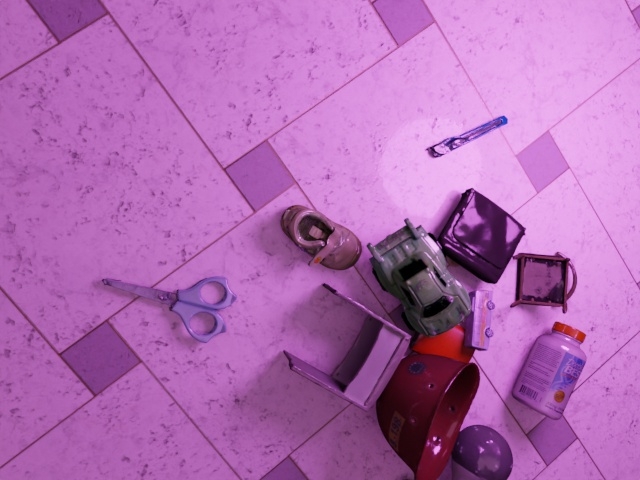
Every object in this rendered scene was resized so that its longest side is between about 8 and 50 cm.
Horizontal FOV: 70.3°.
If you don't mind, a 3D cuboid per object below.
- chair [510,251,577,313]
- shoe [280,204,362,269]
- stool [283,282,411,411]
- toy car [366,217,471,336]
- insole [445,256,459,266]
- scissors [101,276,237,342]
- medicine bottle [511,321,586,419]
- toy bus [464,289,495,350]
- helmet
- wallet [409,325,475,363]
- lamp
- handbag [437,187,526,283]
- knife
[{"bbox_3d":[0.715,0.129,1.455,0.272,0.166,0.188,0,93,-55],"label":"chair"},{"bbox_3d":[-0.001,0.000,1.309,0.262,0.128,0.140,35,99,-9],"label":"shoe"},{"bbox_3d":[0.073,0.301,1.306,0.269,0.170,0.244,33,85,-12],"label":"stool"},{"bbox_3d":[0.285,0.113,1.316,0.213,0.176,0.359,-32,93,7],"label":"toy car"},{"bbox_3d":[0.497,-0.012,1.465,0.248,0.011,0.081,-44,101,-7],"label":"insole"},{"bbox_3d":[-0.421,0.159,1.262,0.359,0.029,0.191,17,85,-11],"label":"scissors"},{"bbox_3d":[0.749,0.412,1.469,0.156,0.157,0.289,27,87,-13],"label":"medicine bottle"},{"bbox_3d":[0.499,0.249,1.434,0.075,0.064,0.191,11,73,-8],"label":"toy bus"},{"bbox_3d":[0.282,0.483,1.326,0.337,0.230,0.385,-27,130,-42],"label":"helmet"},{"bbox_3d":[0.392,0.322,1.442,0.204,0.045,0.142,29,84,-13],"label":"wallet"},{"bbox_3d":[0.456,0.719,1.403,0.314,0.182,0.182,-46,101,-10],"label":"lamp"},{"bbox_3d":[0.497,-0.012,1.422,0.246,0.080,0.223,34,81,-11],"label":"handbag"},{"bbox_3d":[0.469,-0.331,1.435,0.296,0.026,0.044,-27,86,-9],"label":"knife"}]
